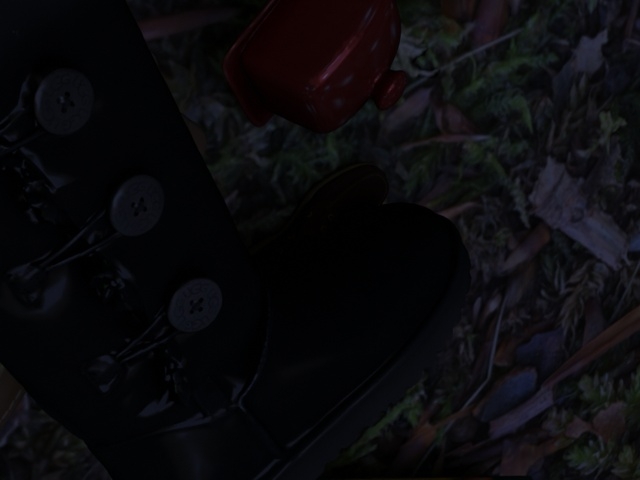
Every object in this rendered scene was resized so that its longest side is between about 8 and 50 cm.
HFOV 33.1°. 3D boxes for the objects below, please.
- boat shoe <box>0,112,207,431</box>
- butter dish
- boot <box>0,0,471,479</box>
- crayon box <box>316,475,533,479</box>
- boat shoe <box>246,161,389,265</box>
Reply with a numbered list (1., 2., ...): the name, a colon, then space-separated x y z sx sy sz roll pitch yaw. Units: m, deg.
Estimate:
1. boat shoe: -0.199 0.041 0.821 0.110 0.122 0.341 32 88 -35
2. butter dish: 0.016 -0.147 0.859 0.160 0.118 0.160 -51 167 -6
3. boot: -0.090 -0.037 0.751 0.367 0.146 0.445 -50 125 -28
4. crayon box: 0.083 0.391 1.023 0.363 0.106 0.313 8 59 -35
5. boat shoe: 0.000 0.000 0.968 0.178 0.060 0.064 -41 124 -13
